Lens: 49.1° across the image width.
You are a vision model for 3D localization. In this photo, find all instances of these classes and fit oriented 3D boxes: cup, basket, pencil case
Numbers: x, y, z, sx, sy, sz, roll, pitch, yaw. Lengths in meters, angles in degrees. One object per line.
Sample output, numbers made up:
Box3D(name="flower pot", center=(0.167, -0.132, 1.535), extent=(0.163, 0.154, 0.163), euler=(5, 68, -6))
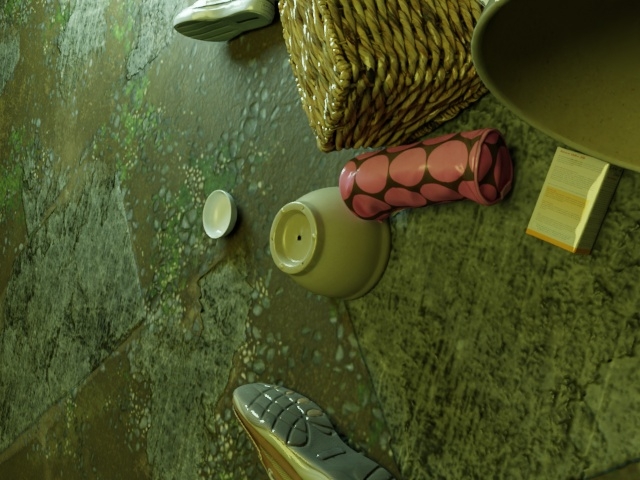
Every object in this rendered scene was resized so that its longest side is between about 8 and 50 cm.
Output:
Box3D(name="cup", center=(0.310, -0.207, 0.527), extent=(0.331, 0.331, 0.237), euler=(13, 79, 47))
Box3D(name="basket", center=(0.080, -0.274, 0.916), extent=(0.213, 0.223, 0.299), euler=(109, 148, -65))
Box3D(name="pencil case", center=(0.128, -0.072, 0.845), extent=(0.209, 0.095, 0.098), euler=(-5, 121, 46))

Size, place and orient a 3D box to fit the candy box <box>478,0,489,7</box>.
Box3D(name="candy box", center=(0.255, -0.291, 0.674), extent=(0.196, 0.165, 0.070), euler=(-55, 49, 27))

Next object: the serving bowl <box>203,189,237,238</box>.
Box3D(name="serving bowl", center=(-0.168, -0.044, 1.202), extent=(0.083, 0.027, 0.083), euler=(-6, 81, 46))

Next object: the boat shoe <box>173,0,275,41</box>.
Box3D(name="boat shoe", center=(-0.160, -0.399, 1.208), extent=(0.226, 0.083, 0.076), euler=(5, 77, 36))

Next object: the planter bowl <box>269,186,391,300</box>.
Box3D(name="planter bowl", center=(0.000, 0.000, 0.959), extent=(0.162, 0.109, 0.162), euler=(-7, 80, 47))

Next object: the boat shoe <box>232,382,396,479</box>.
Box3D(name="boat shoe", center=(-0.027, 0.309, 0.949), extent=(0.324, 0.123, 0.116), euler=(34, 112, 45))

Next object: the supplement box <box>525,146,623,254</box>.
Box3D(name="supplement box", center=(0.264, -0.042, 0.731), extent=(0.062, 0.036, 0.098), euler=(31, 108, 45))
